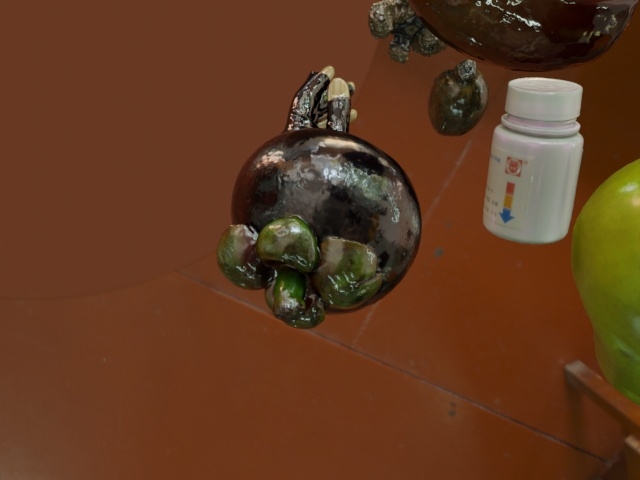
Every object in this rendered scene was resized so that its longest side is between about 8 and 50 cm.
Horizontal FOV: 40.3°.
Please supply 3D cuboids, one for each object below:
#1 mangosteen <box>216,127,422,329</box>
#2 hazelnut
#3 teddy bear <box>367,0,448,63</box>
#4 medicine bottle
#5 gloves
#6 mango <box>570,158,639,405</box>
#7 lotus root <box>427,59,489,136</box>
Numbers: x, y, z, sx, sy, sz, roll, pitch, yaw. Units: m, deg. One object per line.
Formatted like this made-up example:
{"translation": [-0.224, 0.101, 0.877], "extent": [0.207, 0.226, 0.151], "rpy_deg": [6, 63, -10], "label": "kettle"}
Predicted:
{"translation": [0.005, -0.009, 1.291], "extent": [0.300, 0.300, 0.300], "rpy_deg": [-6, 110, -16], "label": "mangosteen"}
{"translation": [0.165, -0.250, 0.702], "extent": [0.218, 0.218, 0.234], "rpy_deg": [28, 72, -24], "label": "hazelnut"}
{"translation": [0.183, -0.450, 1.715], "extent": [0.182, 0.129, 0.251], "rpy_deg": [-38, 153, 18], "label": "teddy bear"}
{"translation": [0.406, -0.152, 1.656], "extent": [0.170, 0.170, 0.293], "rpy_deg": [-5, 114, -17], "label": "medicine bottle"}
{"translation": [0.002, -0.186, 1.591], "extent": [0.152, 0.197, 0.301], "rpy_deg": [23, 64, -11], "label": "gloves"}
{"translation": [0.279, 0.043, 0.623], "extent": [0.149, 0.185, 0.273], "rpy_deg": [-57, 142, -22], "label": "mango"}
{"translation": [0.278, -0.282, 1.749], "extent": [0.120, 0.120, 0.209], "rpy_deg": [-14, 154, -13], "label": "lotus root"}
